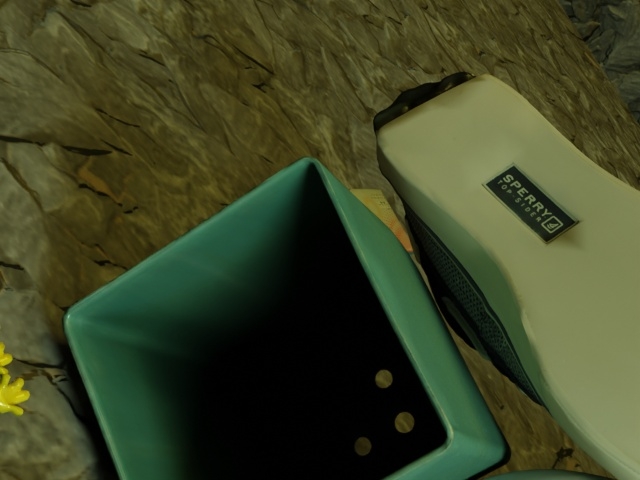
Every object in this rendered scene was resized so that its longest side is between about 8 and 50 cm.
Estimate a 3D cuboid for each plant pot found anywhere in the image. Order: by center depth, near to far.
[{"bbox_3d":[0.007,0.093,0.722,0.234,0.166,0.165,31,30,-62],"label":"plant pot"}]

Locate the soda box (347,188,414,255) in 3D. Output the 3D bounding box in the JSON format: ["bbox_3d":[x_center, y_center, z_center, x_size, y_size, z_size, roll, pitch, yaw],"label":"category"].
[{"bbox_3d":[0.000,0.000,0.946,0.063,0.058,0.183,60,25,14],"label":"soda box"}]

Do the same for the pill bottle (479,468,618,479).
[{"bbox_3d":[0.221,0.271,0.768,0.408,0.229,0.229,21,39,-48],"label":"pill bottle"}]

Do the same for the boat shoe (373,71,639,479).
[{"bbox_3d":[0.153,0.049,0.736,0.340,0.127,0.158,58,-6,42],"label":"boat shoe"}]

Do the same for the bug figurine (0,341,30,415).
[{"bbox_3d":[-0.235,0.016,0.495,0.216,0.072,0.279,62,20,4],"label":"bug figurine"}]
